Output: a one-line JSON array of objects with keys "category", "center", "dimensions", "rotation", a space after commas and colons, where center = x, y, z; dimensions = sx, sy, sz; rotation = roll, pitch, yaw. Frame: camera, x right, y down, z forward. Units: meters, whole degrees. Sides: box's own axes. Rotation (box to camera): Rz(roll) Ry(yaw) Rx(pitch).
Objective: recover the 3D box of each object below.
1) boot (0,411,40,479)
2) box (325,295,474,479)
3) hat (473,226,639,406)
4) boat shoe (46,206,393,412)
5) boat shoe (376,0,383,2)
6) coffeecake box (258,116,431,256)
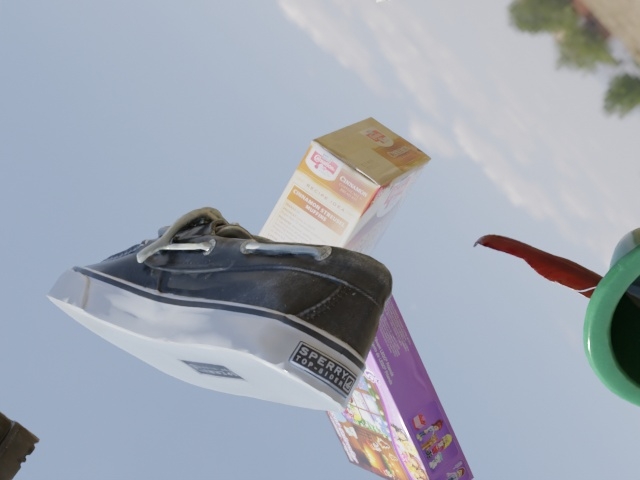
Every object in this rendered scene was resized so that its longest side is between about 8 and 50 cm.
[{"category": "boot", "center": [-0.577, 0.213, 1.575], "dimensions": [0.445, 0.146, 0.367], "rotation": [39, -135, -10]}, {"category": "box", "center": [0.047, 0.146, 1.680], "dimensions": [0.201, 0.057, 0.293], "rotation": [11, 130, 59]}, {"category": "hat", "center": [0.264, 0.015, 1.152], "dimensions": [0.209, 0.173, 0.183], "rotation": [20, -154, -16]}, {"category": "boat shoe", "center": [-0.071, 0.032, 0.965], "dimensions": [0.113, 0.105, 0.306], "rotation": [36, 162, -29]}, {"category": "boat shoe", "center": [0.116, -0.226, 0.930], "dimensions": [0.079, 0.233, 0.084], "rotation": [57, 164, -11]}, {"category": "coffeecake box", "center": [0.000, 0.000, 1.209], "dimensions": [0.068, 0.185, 0.142], "rotation": [35, -158, 11]}]
